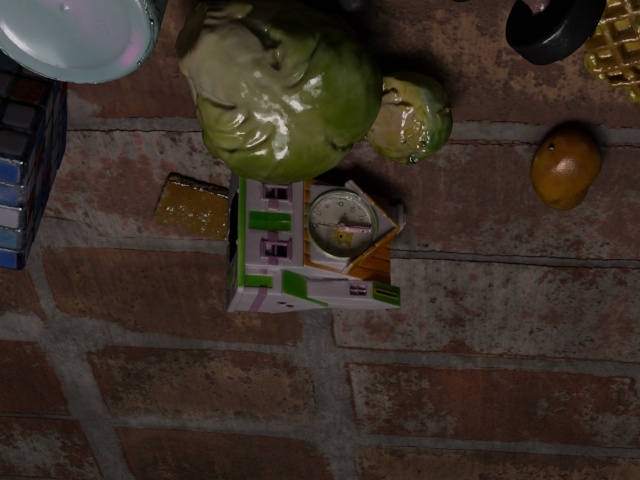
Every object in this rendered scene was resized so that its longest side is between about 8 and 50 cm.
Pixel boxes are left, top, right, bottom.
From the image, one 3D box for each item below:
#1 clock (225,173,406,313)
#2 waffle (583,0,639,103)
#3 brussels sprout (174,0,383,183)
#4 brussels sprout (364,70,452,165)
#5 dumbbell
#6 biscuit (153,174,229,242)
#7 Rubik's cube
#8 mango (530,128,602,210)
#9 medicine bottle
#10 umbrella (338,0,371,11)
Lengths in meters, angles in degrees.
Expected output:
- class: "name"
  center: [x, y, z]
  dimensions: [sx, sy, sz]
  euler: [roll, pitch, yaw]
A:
- class: "clock"
  center: [0.000, 0.000, 2.220]
  dimensions: [0.309, 0.235, 0.166]
  euler: [4, 160, -12]
- class: "waffle"
  center: [0.531, -0.296, 1.874]
  dimensions: [0.300, 0.058, 0.282]
  euler: [3, 141, 8]
- class: "brussels sprout"
  center: [-0.069, -0.220, 1.938]
  dimensions: [0.316, 0.243, 0.274]
  euler: [12, 136, -3]
- class: "brussels sprout"
  center: [0.138, -0.200, 2.027]
  dimensions: [0.152, 0.122, 0.149]
  euler: [52, 126, 3]
- class: "dumbbell"
  center: [0.268, -0.354, 1.775]
  dimensions: [0.218, 0.153, 0.152]
  euler: [33, 136, -27]
- class: "biscuit"
  center: [-0.176, -0.046, 2.351]
  dimensions: [0.236, 0.026, 0.131]
  euler: [16, 143, -10]
- class: "Rubik's cube"
  center: [-0.571, -0.166, 2.068]
  dimensions: [0.291, 0.287, 0.293]
  euler: [13, 141, -6]
- class: "mango"
  center: [0.393, -0.114, 2.110]
  dimensions: [0.115, 0.089, 0.165]
  euler: [5, 146, -10]
- class: "medicine bottle"
  center: [-0.305, -0.392, 1.733]
  dimensions: [0.244, 0.290, 0.245]
  euler: [7, 142, 5]
- class: "umbrella"
  center: [0.005, -0.445, 1.763]
  dimensions: [0.090, 0.094, 0.326]
  euler: [-1, 142, 24]
